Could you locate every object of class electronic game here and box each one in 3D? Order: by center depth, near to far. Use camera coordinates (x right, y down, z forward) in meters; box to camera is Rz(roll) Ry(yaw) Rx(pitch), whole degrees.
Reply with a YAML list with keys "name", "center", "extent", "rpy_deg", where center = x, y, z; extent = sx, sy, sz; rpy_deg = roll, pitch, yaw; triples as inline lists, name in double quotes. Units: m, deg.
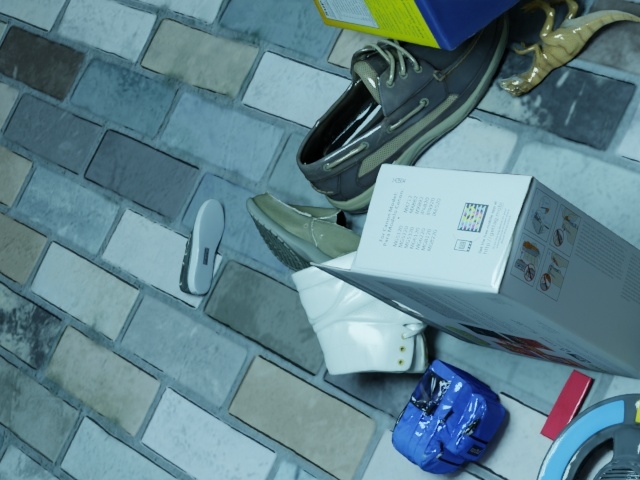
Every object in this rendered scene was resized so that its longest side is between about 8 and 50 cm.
- name: "electronic game"
  center: [0.325, 0.274, 1.678]
  extent: [0.229, 0.048, 0.229]
  rpy_deg: [-19, 59, 34]

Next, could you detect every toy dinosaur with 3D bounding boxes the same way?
- name: "toy dinosaur"
  center: [0.309, -0.255, 1.952]
  extent: [0.211, 0.064, 0.112]
  rpy_deg: [-37, 67, 36]

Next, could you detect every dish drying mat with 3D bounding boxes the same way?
- name: "dish drying mat"
  center: [0.279, 0.188, 1.790]
  extent: [0.032, 0.008, 0.083]
  rpy_deg: [27, 90, 47]

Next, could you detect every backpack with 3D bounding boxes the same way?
- name: "backpack"
  center: [0.145, 0.214, 1.835]
  extent: [0.101, 0.098, 0.120]
  rpy_deg: [37, 96, 42]

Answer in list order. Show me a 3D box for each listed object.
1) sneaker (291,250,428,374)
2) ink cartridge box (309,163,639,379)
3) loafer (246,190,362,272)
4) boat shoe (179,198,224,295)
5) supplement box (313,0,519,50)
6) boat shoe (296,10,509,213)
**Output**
- name: "sneaker"
  center: [0.127, 0.073, 1.930]
  extent: [0.293, 0.108, 0.169]
  rpy_deg: [-19, 87, 13]
- name: "ink cartridge box"
  center: [0.190, 0.032, 1.730]
  extent: [0.272, 0.309, 0.130]
  rpy_deg: [8, 75, 44]
- name: "loafer"
  center: [0.000, 0.000, 2.089]
  extent: [0.087, 0.094, 0.251]
  rpy_deg: [-43, 52, -15]
- name: "boat shoe"
  center: [-0.174, 0.009, 2.258]
  extent: [0.040, 0.049, 0.142]
  rpy_deg: [-3, 70, 42]
- name: "supplement box"
  center: [0.108, -0.386, 1.986]
  extent: [0.195, 0.194, 0.356]
  rpy_deg: [-37, 25, -13]
- name: "boat shoe"
  center: [0.104, -0.193, 2.043]
  extent: [0.355, 0.130, 0.132]
  rpy_deg: [-53, 45, 9]
